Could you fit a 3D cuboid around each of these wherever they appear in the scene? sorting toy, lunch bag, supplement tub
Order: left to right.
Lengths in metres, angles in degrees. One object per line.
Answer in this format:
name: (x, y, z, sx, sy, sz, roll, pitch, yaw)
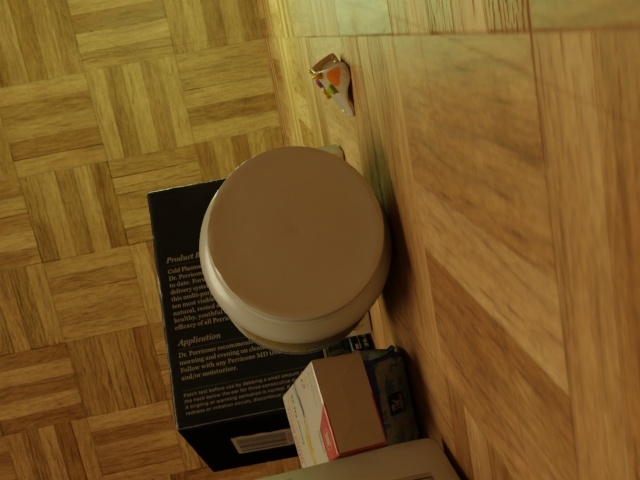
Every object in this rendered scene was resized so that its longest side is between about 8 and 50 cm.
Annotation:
supplement tub: (-0.030, 0.021, 1.007, 0.316, 0.228, 0.229, 99, 158, -78)
sorting toy: (0.022, -0.199, 1.051, 0.075, 0.044, 0.083, 59, -176, -22)
lunch bag: (0.074, 0.210, 1.043, 0.151, 0.096, 0.129, 18, -120, -83)

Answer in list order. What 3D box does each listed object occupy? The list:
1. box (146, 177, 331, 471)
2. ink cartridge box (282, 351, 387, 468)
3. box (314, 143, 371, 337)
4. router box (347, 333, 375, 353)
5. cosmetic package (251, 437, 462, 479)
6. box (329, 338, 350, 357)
box: (-0.148, 0.184, 1.649, 0.480, 0.297, 0.472, 89, 171, -65)
ink cartridge box: (0.008, 0.227, 0.999, 0.198, 0.067, 0.115, 118, 139, -60)
box: (0.027, 0.006, 1.322, 0.063, 0.067, 0.324, -114, 14, -69)
router box: (0.077, 0.220, 1.424, 0.092, 0.038, 0.123, -107, 6, -59)
cosmetic package: (0.028, 0.459, 0.753, 0.329, 0.327, 0.394, -131, 29, -82)
box: (0.026, 0.196, 1.810, 0.243, 0.076, 0.308, 85, 173, -51)
